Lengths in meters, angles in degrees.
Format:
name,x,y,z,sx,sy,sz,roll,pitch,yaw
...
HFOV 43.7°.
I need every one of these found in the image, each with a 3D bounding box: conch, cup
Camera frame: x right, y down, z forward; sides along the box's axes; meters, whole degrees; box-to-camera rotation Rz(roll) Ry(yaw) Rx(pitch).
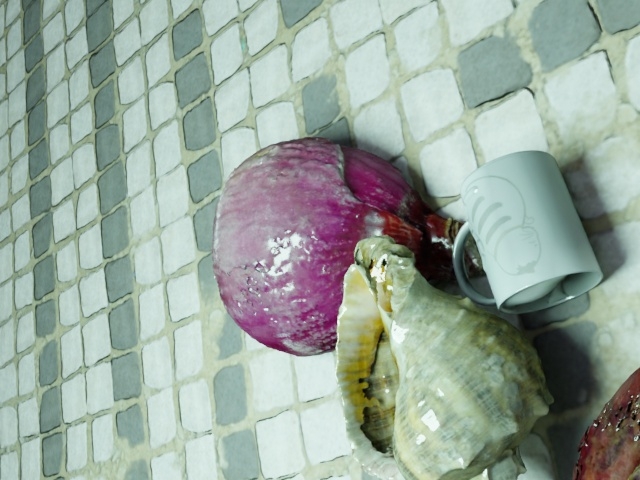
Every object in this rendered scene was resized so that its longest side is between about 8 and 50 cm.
name,x,y,z,sx,sy,sz,roll,pitch,yaw
conch,0.122,0.134,0.772,0.210,0.158,0.291,114,149,-52
cup,0.181,0.000,0.764,0.136,0.099,0.133,-22,67,19

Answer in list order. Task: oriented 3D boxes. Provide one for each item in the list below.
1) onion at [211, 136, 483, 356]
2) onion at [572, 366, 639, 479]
name,x,y,z,sx,sy,sz,roll,pitch,yaw
onion,0.000,0.000,0.911,0.348,0.159,0.267,-7,81,44
onion,0.285,0.190,0.554,0.252,0.219,0.252,-22,58,42
